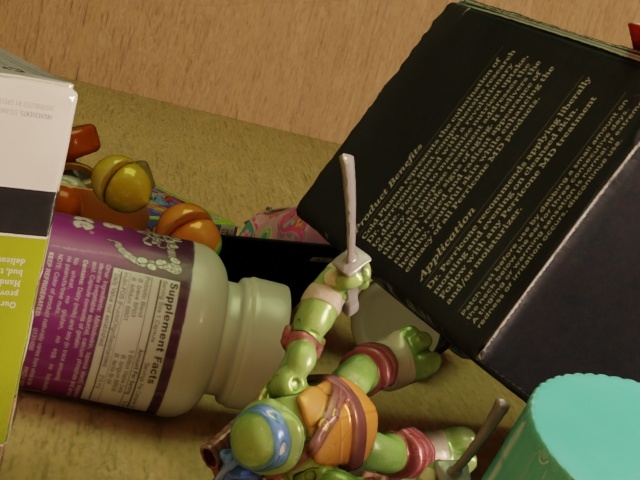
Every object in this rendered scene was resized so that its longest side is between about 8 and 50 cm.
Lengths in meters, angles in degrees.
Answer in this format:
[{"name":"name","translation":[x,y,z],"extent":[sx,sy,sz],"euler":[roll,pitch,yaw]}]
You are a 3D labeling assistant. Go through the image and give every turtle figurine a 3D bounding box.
[{"name":"turtle figurine","translation":[0.062,0.112,1.230],"extent":[0.198,0.274,0.266],"euler":[35,9,21]}]

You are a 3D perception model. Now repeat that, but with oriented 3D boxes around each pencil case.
[{"name":"pencil case","translation":[0.000,0.000,2.002],"extent":[0.124,0.124,0.284],"euler":[8,-13,-31]}]

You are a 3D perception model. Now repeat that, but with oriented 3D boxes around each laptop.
[{"name":"laptop","translation":[-0.147,0.023,1.893],"extent":[0.234,0.136,0.264],"euler":[6,14,-40]}]

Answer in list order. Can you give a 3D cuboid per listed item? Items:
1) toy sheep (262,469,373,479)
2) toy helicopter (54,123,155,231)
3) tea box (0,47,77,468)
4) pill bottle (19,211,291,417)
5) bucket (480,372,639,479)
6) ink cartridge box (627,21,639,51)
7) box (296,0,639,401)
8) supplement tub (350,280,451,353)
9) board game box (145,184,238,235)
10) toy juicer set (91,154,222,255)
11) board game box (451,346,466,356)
[{"name":"toy sheep","translation":[-0.010,0.186,1.392],"extent":[0.132,0.091,0.091],"euler":[32,9,-7]},{"name":"toy helicopter","translation":[-0.337,-0.020,1.749],"extent":[0.355,0.140,0.235],"euler":[-20,12,-29]},{"name":"tea box","translation":[-0.376,-0.017,1.290],"extent":[0.220,0.323,0.329],"euler":[7,14,-32]},{"name":"pill bottle","translation":[-0.187,0.071,1.515],"extent":[0.301,0.169,0.169],"euler":[13,11,-11]},{"name":"bucket","translation":[0.215,0.228,1.090],"extent":[0.281,0.183,0.281],"euler":[18,21,-7]},{"name":"ink cartridge box","translation":[0.437,-0.053,1.384],"extent":[0.385,0.091,0.308],"euler":[20,-4,15]},{"name":"box","translation":[0.298,0.047,1.541],"extent":[0.480,0.297,0.472],"euler":[37,2,-24]},{"name":"supplement tub","translation":[0.115,0.087,1.971],"extent":[0.117,0.117,0.190],"euler":[18,11,15]},{"name":"board game box","translation":[-0.313,-0.028,2.085],"extent":[0.347,0.078,0.233],"euler":[4,15,-45]},{"name":"toy juicer set","translation":[-0.253,0.010,1.631],"extent":[0.329,0.209,0.089],"euler":[14,2,-7]},{"name":"board game box","translation":[0.203,0.132,2.111],"extent":[0.090,0.020,0.090],"euler":[11,11,-26]}]
